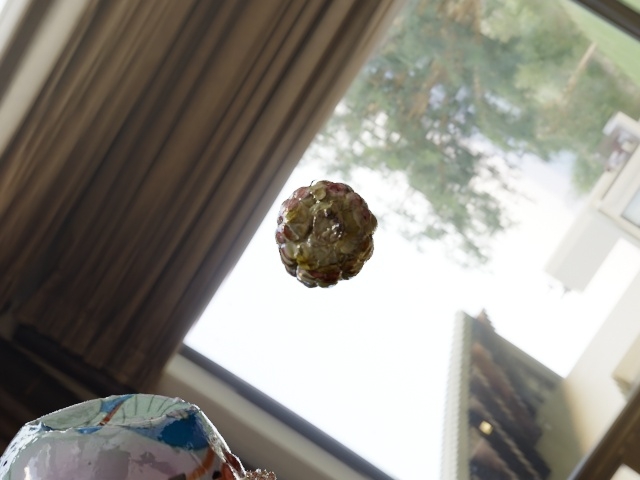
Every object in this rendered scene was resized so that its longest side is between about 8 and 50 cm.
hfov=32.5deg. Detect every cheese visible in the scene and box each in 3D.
[{"bbox_3d":[-0.197,0.189,0.791,0.329,0.129,0.217,-3,-176,6],"label":"cheese"}]

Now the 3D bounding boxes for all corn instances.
[{"bbox_3d":[0.000,0.000,0.870,0.079,0.079,0.237,32,175,-1],"label":"corn"}]
